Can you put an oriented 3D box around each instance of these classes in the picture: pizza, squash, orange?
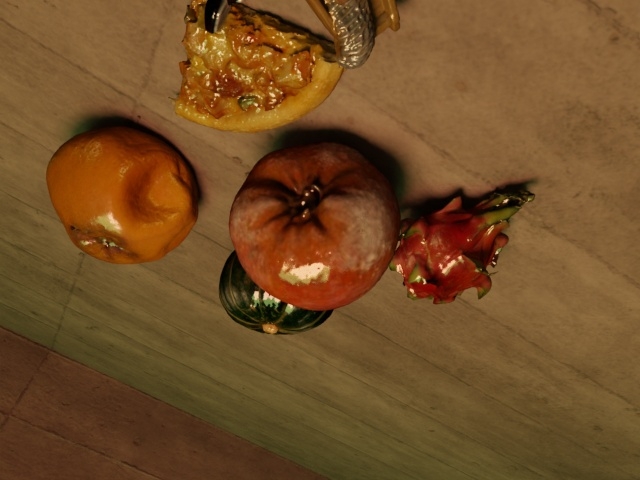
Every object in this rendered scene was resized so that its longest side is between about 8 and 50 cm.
[{"bbox_3d":[-0.103,-0.216,0.685,0.291,0.058,0.197,-2,138,29],"label":"pizza"},{"bbox_3d":[-0.072,0.079,0.965,0.218,0.173,0.218,16,146,11],"label":"squash"},{"bbox_3d":[-0.334,-0.060,0.904,0.248,0.183,0.249,12,143,9],"label":"orange"}]

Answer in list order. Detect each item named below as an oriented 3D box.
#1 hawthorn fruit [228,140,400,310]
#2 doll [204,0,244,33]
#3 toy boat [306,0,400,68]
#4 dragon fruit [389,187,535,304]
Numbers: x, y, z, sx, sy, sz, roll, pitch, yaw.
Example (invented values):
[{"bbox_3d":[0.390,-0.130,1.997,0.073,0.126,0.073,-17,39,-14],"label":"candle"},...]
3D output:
[{"bbox_3d":[-0.016,-0.012,0.770,0.235,0.231,0.263,49,143,5],"label":"hawthorn fruit"},{"bbox_3d":[-0.077,-0.304,0.527,0.067,0.091,0.219,23,147,-1],"label":"doll"},{"bbox_3d":[-0.002,-0.274,0.443,0.089,0.122,0.321,-34,146,2],"label":"toy boat"},{"bbox_3d":[0.199,0.007,0.767,0.235,0.137,0.135,-26,151,37],"label":"dragon fruit"}]
